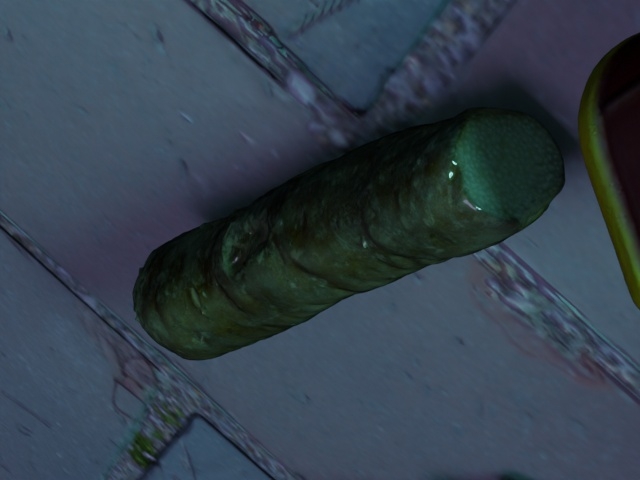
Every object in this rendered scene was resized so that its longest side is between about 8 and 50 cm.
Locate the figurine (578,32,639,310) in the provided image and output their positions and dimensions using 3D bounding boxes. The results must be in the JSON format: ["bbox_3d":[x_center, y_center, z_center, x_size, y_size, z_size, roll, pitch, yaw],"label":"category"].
[{"bbox_3d":[0.124,-0.053,0.459,0.098,0.082,0.154,61,154,7],"label":"figurine"}]

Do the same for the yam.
[{"bbox_3d":[0.000,0.000,0.710,0.061,0.061,0.274,47,153,-10],"label":"yam"}]
